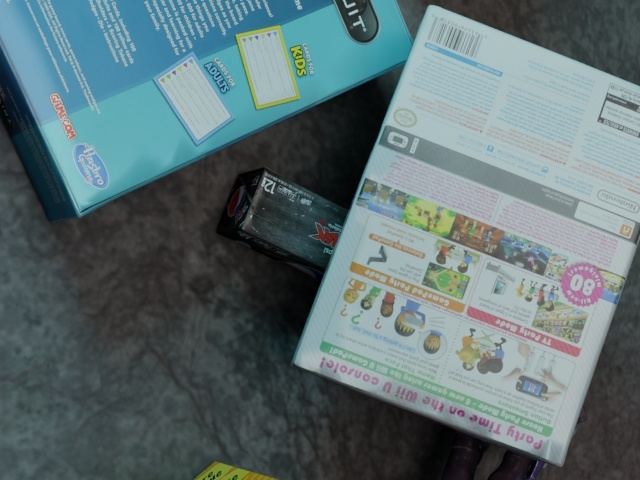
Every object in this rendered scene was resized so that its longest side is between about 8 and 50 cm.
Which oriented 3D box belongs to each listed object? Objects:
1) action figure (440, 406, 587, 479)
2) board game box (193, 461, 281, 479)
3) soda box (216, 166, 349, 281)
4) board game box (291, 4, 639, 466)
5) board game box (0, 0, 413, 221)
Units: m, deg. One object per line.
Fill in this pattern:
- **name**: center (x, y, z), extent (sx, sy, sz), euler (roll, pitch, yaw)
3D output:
- **action figure**: center (0.132, 0.233, 1.009), extent (0.285, 0.185, 0.099), euler (-60, 138, -33)
- **board game box**: center (-0.041, 0.418, 0.796), extent (0.356, 0.356, 0.356), euler (-37, 105, -26)
- **soda box**: center (0.000, 0.000, 1.013), extent (0.169, 0.053, 0.060), euler (26, 76, -25)
- **board game box**: center (0.132, -0.002, 0.950), extent (0.224, 0.097, 0.303), euler (22, 83, -2)
- **board game box**: center (-0.111, -0.198, 0.945), extent (0.336, 0.079, 0.253), euler (-28, 101, -28)
